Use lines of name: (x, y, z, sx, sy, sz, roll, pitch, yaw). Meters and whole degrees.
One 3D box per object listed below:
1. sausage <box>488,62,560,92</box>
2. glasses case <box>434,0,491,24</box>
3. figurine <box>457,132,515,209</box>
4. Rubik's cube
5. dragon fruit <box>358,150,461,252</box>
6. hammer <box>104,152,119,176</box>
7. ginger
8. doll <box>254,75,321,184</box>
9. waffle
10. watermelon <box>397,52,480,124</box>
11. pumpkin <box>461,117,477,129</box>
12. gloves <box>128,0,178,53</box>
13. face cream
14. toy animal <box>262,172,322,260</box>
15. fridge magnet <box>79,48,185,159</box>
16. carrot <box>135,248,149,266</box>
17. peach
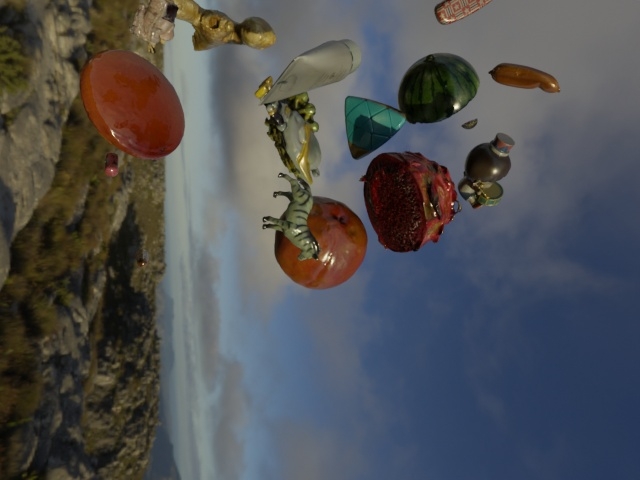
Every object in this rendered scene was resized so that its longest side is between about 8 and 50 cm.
sausage: (0.523, -0.417, 1.167, 0.062, 0.183, 0.054, -8, 117, -65)
glasses case: (0.436, -0.715, 1.370, 0.073, 0.194, 0.049, 61, 4, -21)
figurine: (0.565, -0.236, 1.545, 0.276, 0.158, 0.161, 83, 25, -59)
Rubik's cube: (0.160, -0.433, 1.734, 0.254, 0.254, 0.255, 177, -90, -73)
dragon fruit: (0.328, -0.144, 1.615, 0.371, 0.248, 0.387, 57, -27, 34)
hammer: (-0.651, -0.237, 1.418, 0.043, 0.043, 0.083, 110, -28, -51)
ginger: (-0.305, -0.671, 1.451, 0.348, 0.362, 0.122, -86, -174, -80)
doll: (-0.079, -0.312, 1.305, 0.316, 0.103, 0.145, 54, 5, -30)
waffle: (-0.100, -0.372, 1.526, 0.297, 0.073, 0.317, 63, -30, 28)
watermelon: (0.434, -0.617, 1.785, 0.189, 0.330, 0.331, 46, 6, -31)
pumpkin: (0.581, -0.448, 1.766, 0.028, 0.050, 0.083, 57, 0, -15)
gloves: (-0.436, -0.578, 1.197, 0.144, 0.094, 0.110, -48, -175, 6)
face cream: (-0.008, -0.373, 0.992, 0.089, 0.314, 0.143, 50, -48, -6)
toy animal: (-0.062, -0.060, 1.229, 0.073, 0.175, 0.217, 122, -16, -88)
fridge magnet: (-0.599, -0.434, 1.472, 0.155, 0.363, 0.364, -17, -107, 33)
carrot: (-0.565, 0.058, 1.445, 0.248, 0.043, 0.043, -168, -105, -68)
peach: (0.000, 0.000, 1.649, 0.301, 0.342, 0.343, -41, -127, 53)
